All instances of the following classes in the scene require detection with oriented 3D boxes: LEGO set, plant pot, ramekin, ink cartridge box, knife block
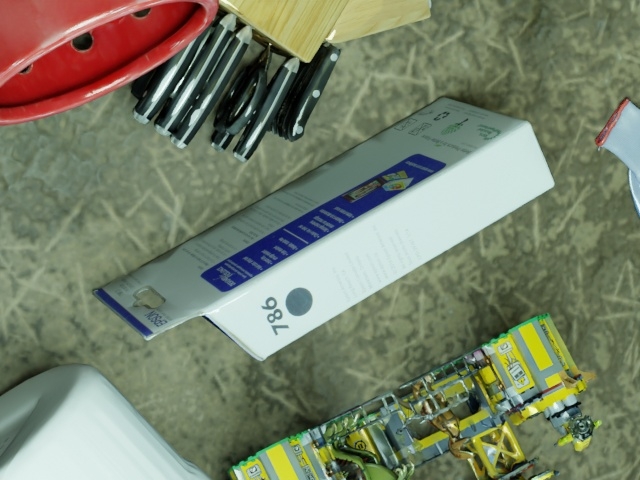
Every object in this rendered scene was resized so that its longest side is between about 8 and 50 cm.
[{"bbox_3d":[0.082,0.214,1.504,0.331,0.255,0.192,-23,80,-26],"label":"LEGO set"},{"bbox_3d":[-0.189,-0.196,1.348,0.191,0.191,0.174,-25,85,-14],"label":"plant pot"},{"bbox_3d":[-0.222,0.212,1.392,0.277,0.277,0.135,-38,103,-9],"label":"ramekin"},{"bbox_3d":[0.000,0.000,1.484,0.332,0.165,0.065,-28,110,-12],"label":"ink cartridge box"},{"bbox_3d":[-0.050,-0.207,1.467,0.242,0.088,0.276,-16,106,-17],"label":"knife block"}]

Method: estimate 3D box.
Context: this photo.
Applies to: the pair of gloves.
[{"bbox_3d":[0.326,-0.093,1.662,0.159,0.023,0.198,39,85,-22],"label":"pair of gloves"}]
